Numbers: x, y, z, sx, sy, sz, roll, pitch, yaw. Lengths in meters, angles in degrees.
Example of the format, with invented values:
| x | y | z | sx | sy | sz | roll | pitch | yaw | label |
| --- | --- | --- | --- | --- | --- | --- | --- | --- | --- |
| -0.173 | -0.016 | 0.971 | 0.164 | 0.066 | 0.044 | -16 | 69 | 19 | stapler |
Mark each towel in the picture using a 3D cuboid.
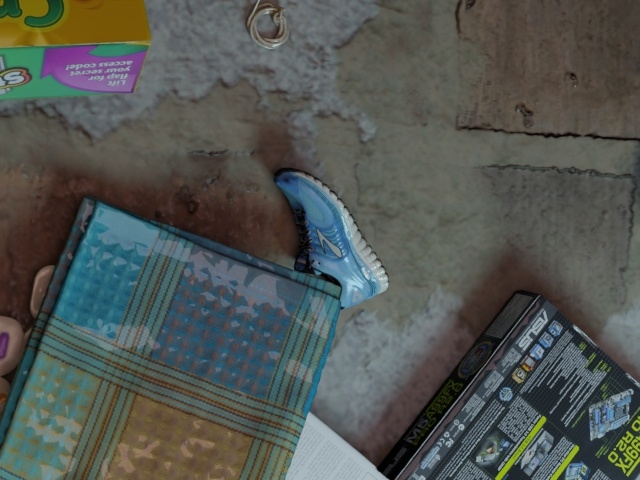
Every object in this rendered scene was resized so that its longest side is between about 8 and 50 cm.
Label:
| x | y | z | sx | sy | sz | roll | pitch | yaw | label |
| --- | --- | --- | --- | --- | --- | --- | --- | --- | --- |
| -0.153 | 0.165 | 1.662 | 0.271 | 0.040 | 0.370 | 20 | 70 | -6 | towel |

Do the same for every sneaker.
| x | y | z | sx | sy | sz | roll | pitch | yaw | label |
| --- | --- | --- | --- | --- | --- | --- | --- | --- | --- |
| 0.000 | 0.000 | 1.770 | 0.073 | 0.063 | 0.162 | -36 | 103 | -10 | sneaker |

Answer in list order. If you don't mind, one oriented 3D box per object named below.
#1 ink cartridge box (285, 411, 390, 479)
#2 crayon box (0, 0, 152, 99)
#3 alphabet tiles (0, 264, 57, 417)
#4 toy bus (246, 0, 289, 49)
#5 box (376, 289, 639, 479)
| x | y | z | sx | sy | sz | roll | pitch | yaw | label |
| --- | --- | --- | --- | --- | --- | --- | --- | --- | --- |
| -0.036 | 0.269 | 1.753 | 0.232 | 0.066 | 0.189 | 41 | 80 | -18 | ink cartridge box |
| -0.351 | -0.273 | 1.547 | 0.363 | 0.106 | 0.313 | -5 | 65 | -18 | crayon box |
| -0.231 | 0.172 | 1.725 | 0.278 | 0.021 | 0.284 | 11 | 90 | -18 | alphabet tiles |
| -0.055 | -0.313 | 1.711 | 0.202 | 0.104 | 0.191 | 37 | 82 | -16 | toy bus |
| 0.207 | 0.221 | 1.852 | 0.216 | 0.060 | 0.270 | 41 | 81 | -17 | box |
